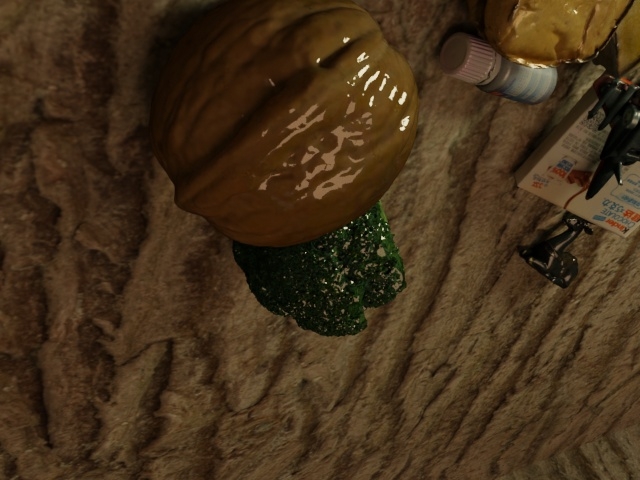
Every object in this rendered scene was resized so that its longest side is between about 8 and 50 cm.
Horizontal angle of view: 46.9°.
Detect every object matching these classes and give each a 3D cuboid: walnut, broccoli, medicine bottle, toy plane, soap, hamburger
[{"bbox_3d":[-0.048,-0.147,0.906,0.332,0.333,0.333,-18,140,-16],"label":"walnut"},{"bbox_3d":[0.000,0.000,1.152,0.307,0.275,0.308,10,124,16],"label":"broccoli"},{"bbox_3d":[0.277,-0.269,1.145,0.203,0.083,0.083,7,128,-37],"label":"medicine bottle"},{"bbox_3d":[0.532,-0.174,1.246,0.222,0.104,0.326,13,131,-6],"label":"toy plane"},{"bbox_3d":[0.564,-0.400,1.185,0.274,0.089,0.173,-33,140,3],"label":"soap"},{"bbox_3d":[0.337,-0.384,1.015,0.259,0.145,0.283,4,134,-30],"label":"hamburger"}]

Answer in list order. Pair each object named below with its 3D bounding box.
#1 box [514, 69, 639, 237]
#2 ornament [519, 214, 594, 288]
[{"bbox_3d":[0.550,-0.150,1.368,0.273,0.048,0.265,23,129,-17],"label":"box"},{"bbox_3d":[0.579,-0.004,1.627,0.202,0.080,0.236,26,115,-42],"label":"ornament"}]
